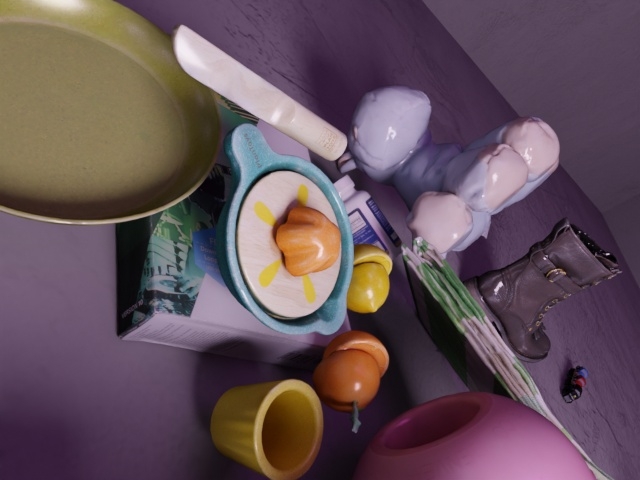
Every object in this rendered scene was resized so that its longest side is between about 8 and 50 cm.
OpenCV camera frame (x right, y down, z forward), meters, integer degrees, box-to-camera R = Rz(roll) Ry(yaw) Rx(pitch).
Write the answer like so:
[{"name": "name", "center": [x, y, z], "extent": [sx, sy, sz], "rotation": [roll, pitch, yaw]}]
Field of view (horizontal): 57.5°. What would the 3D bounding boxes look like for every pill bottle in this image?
[{"name": "pill bottle", "center": [0.048, -0.021, 0.748], "extent": [0.120, 0.067, 0.067], "rotation": [55, 29, -3]}]

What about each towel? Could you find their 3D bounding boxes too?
[{"name": "towel", "center": [0.204, 0.165, 0.666], "extent": [0.325, 0.038, 0.248], "rotation": [55, -5, 31]}]

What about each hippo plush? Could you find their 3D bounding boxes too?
[{"name": "hippo plush", "center": [0.164, -0.119, 0.803], "extent": [0.236, 0.234, 0.294], "rotation": [50, 3, 15]}]

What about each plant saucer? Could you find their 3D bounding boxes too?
[{"name": "plant saucer", "center": [-0.194, -0.104, 0.439], "extent": [0.241, 0.037, 0.241], "rotation": [17, 50, -21]}]

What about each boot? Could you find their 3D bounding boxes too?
[{"name": "boot", "center": [0.393, 0.094, 0.983], "extent": [0.263, 0.229, 0.091], "rotation": [39, 34, -29]}]

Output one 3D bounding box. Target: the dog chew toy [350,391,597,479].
[{"name": "dog chew toy", "center": [0.155, 0.301, 0.478], "extent": [0.206, 0.206, 0.332], "rotation": [-21, 88, -60]}]

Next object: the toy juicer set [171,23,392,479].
[{"name": "toy juicer set", "center": [0.000, 0.000, 0.470], "extent": [0.209, 0.089, 0.329], "rotation": [-5, 87, -49]}]

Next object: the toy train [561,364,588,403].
[{"name": "toy train", "center": [0.514, 0.285, 1.173], "extent": [0.027, 0.036, 0.158], "rotation": [61, 29, 7]}]

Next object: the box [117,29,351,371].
[{"name": "box", "center": [-0.087, -0.041, 0.576], "extent": [0.232, 0.058, 0.322], "rotation": [22, 44, -45]}]
